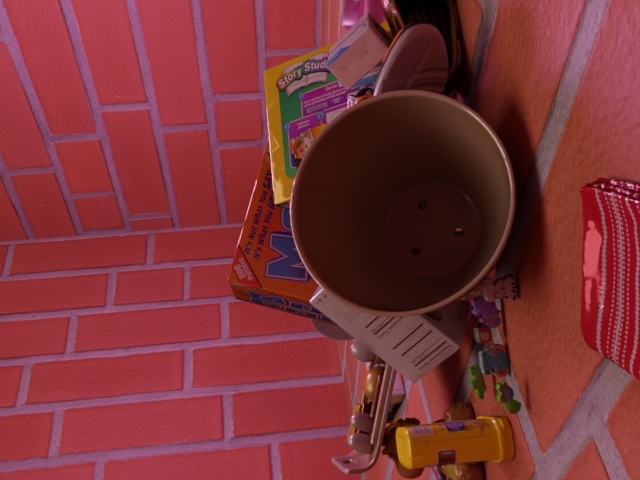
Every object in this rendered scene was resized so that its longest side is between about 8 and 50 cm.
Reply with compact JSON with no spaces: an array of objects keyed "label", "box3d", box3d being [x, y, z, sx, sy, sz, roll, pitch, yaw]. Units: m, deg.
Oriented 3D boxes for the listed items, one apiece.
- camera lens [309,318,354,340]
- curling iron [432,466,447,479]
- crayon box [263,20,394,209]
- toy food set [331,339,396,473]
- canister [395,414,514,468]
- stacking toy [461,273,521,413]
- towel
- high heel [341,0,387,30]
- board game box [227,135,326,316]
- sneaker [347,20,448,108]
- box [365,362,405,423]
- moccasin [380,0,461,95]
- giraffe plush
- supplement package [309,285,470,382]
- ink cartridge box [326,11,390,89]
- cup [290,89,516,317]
[{"label":"camera lens","box3d":[0.073,0.141,2.112,0.274,0.220,0.219,-82,-8,-58]},{"label":"curling iron","box3d":[0.263,0.522,1.585,0.274,0.035,0.068,-105,12,-61]},{"label":"crayon box","box3d":[0.063,-0.252,1.434,0.106,0.363,0.312,14,-112,-56]},{"label":"toy food set","box3d":[0.079,0.314,1.428,0.219,0.093,0.305,120,164,-76]},{"label":"canister","box3d":[0.220,0.338,1.161,0.126,0.170,0.073,106,159,-76]},{"label":"stacking toy","box3d":[0.274,0.155,1.109,0.167,0.052,0.221,142,121,-86]},{"label":"towel","box3d":[0.316,0.052,0.643,0.275,0.031,0.198,-120,25,-77]},{"label":"high heel","box3d":[0.152,-0.673,1.639,0.181,0.127,0.376,26,120,45]},{"label":"board game box","box3d":[0.000,0.000,1.707,0.356,0.357,0.355,109,175,-78]},{"label":"sneaker","box3d":[0.111,-0.246,1.194,0.180,0.125,0.321,-115,28,-44]},{"label":"box","box3d":[0.193,0.413,2.140,0.322,0.059,0.232,92,170,-61]},{"label":"moccasin","box3d":[0.167,-0.443,1.228,0.147,0.139,0.379,119,146,-79]},{"label":"giraffe plush","box3d":[0.207,0.399,1.355,0.210,0.171,0.181,-108,14,-68]},{"label":"supplement package","box3d":[0.129,0.112,1.252,0.134,0.244,0.139,-48,7,36]},{"label":"ink cartridge box","box3d":[0.070,-0.356,1.281,0.060,0.104,0.180,43,-158,-18]},{"label":"cup","box3d":[0.151,-0.036,1.088,0.237,0.331,0.330,25,-124,-65]}]
